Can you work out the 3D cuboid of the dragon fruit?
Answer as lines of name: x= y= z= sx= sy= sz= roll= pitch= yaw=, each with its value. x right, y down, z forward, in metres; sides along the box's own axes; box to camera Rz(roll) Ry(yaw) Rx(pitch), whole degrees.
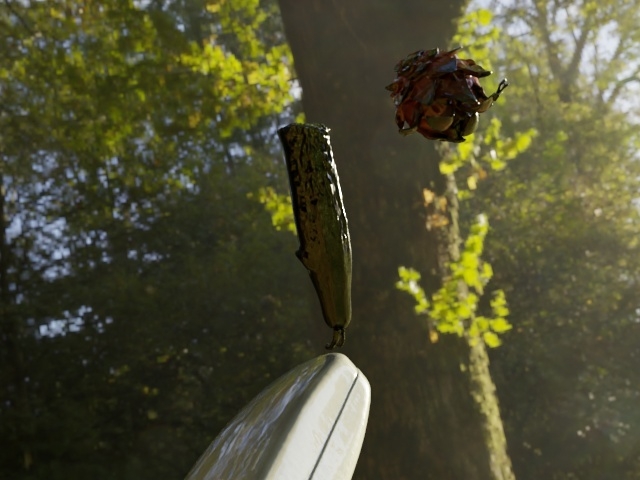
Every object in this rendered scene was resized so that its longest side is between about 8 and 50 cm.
dragon fruit: x=0.149 y=-0.182 z=1.101 sx=0.121 sy=0.142 sz=0.130 roll=11 pitch=-47 yaw=-31

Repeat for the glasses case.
glasses case: x=-0.028 y=0.106 z=0.349 sx=0.074 sy=0.049 sz=0.193 roll=-37 pitch=6 yaw=25

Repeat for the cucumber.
cucumber: x=0.000 y=0.000 z=0.605 sx=0.039 sy=0.163 sz=0.043 roll=-13 pitch=8 yaw=-23
